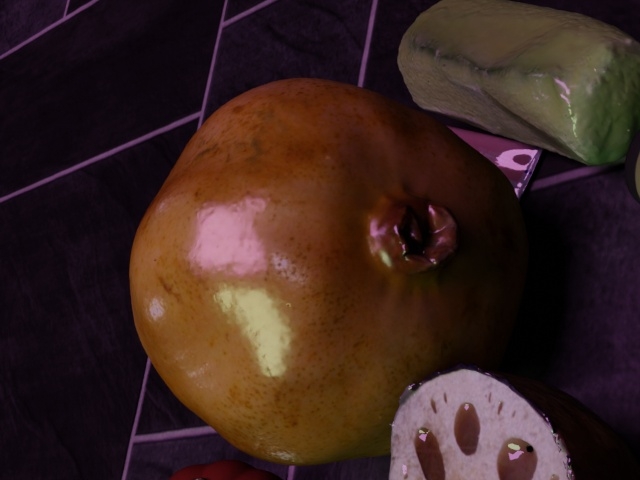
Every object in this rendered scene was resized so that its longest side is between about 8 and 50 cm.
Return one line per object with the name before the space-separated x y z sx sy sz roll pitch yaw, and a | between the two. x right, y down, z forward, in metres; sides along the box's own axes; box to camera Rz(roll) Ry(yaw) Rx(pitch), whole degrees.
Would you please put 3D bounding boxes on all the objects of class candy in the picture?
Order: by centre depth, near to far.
candy | 0.221 -0.182 1.635 0.142 0.132 0.343 -29 28 -20

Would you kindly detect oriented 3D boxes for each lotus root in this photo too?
lotus root | 0.187 0.245 1.357 0.272 0.192 0.272 -17 67 46

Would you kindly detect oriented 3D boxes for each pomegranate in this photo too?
pomegranate | 0.017 0.026 1.538 0.417 0.417 0.416 -33 45 42

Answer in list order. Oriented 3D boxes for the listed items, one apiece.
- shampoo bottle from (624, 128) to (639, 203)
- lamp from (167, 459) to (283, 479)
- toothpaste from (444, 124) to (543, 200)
shampoo bottle | 0.386 -0.033 1.308 0.101 0.101 0.284 -63 33 6
lamp | -0.111 0.363 1.708 0.227 0.227 0.227 -33 45 42
toothpaste | 0.178 -0.099 1.719 0.194 0.043 0.067 26 90 52
